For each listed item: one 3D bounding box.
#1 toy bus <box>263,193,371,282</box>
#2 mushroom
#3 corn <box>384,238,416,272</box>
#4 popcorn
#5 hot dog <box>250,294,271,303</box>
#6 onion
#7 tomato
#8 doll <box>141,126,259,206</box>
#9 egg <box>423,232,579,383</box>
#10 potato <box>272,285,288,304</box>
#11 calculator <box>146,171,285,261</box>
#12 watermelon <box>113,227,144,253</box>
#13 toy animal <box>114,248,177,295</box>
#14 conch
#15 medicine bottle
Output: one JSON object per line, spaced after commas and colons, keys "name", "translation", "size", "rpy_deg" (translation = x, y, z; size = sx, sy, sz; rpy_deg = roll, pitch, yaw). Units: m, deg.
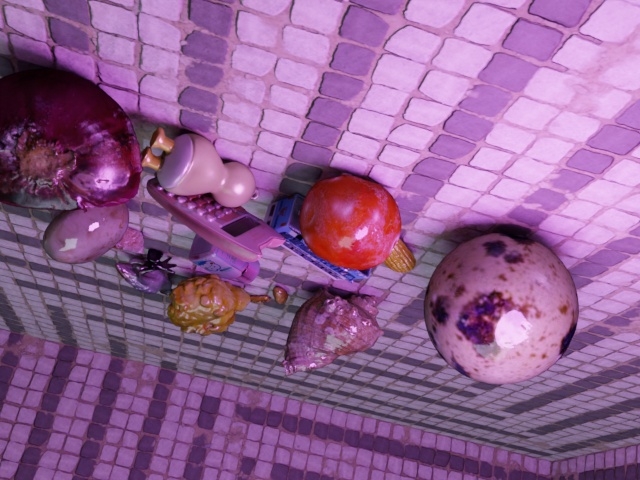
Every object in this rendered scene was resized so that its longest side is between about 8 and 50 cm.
{"name": "toy bus", "translation": [0.000, 0.000, 1.787], "size": [0.131, 0.106, 0.297], "rpy_deg": [-10, 146, 43]}
{"name": "mushroom", "translation": [-0.629, -0.061, 1.853], "size": [0.243, 0.244, 0.243], "rpy_deg": [10, 155, 5]}
{"name": "corn", "translation": [0.181, 0.026, 1.804], "size": [0.085, 0.063, 0.165], "rpy_deg": [24, 165, 37]}
{"name": "popcorn", "translation": [-0.362, 0.197, 2.301], "size": [0.265, 0.192, 0.233], "rpy_deg": [-6, 144, -18]}
{"name": "hot dog", "translation": [-0.204, 0.197, 2.387], "size": [0.083, 0.021, 0.037], "rpy_deg": [-8, 148, 34]}
{"name": "onion", "translation": [-0.519, -0.205, 1.408], "size": [0.336, 0.260, 0.282], "rpy_deg": [4, -168, -3]}
{"name": "tomato", "translation": [0.060, -0.035, 1.584], "size": [0.231, 0.189, 0.232], "rpy_deg": [11, 154, 6]}
{"name": "doll", "translation": [-0.254, -0.149, 1.575], "size": [0.296, 0.141, 0.117], "rpy_deg": [21, -163, -46]}
{"name": "egg", "translation": [0.414, 0.165, 1.669], "size": [0.344, 0.345, 0.428], "rpy_deg": [8, 158, 8]}
{"name": "potato", "translation": [-0.127, 0.174, 2.278], "size": [0.045, 0.046, 0.092], "rpy_deg": [47, 161, 30]}
{"name": "calculator", "translation": [-0.247, -0.060, 1.622], "size": [0.329, 0.220, 0.048], "rpy_deg": [35, 111, 8]}
{"name": "watermelon", "translation": [-0.626, -0.013, 2.074], "size": [0.241, 0.095, 0.154], "rpy_deg": [14, 163, -10]}
{"name": "toy animal", "translation": [-0.542, 0.127, 2.306], "size": [0.195, 0.091, 0.324], "rpy_deg": [5, 154, 3]}
{"name": "conch", "translation": [0.012, 0.255, 2.190], "size": [0.352, 0.210, 0.297], "rpy_deg": [-20, -171, -10]}
{"name": "medicine bottle", "translation": [-0.261, 0.049, 2.010], "size": [0.119, 0.094, 0.188], "rpy_deg": [-12, 146, 40]}
